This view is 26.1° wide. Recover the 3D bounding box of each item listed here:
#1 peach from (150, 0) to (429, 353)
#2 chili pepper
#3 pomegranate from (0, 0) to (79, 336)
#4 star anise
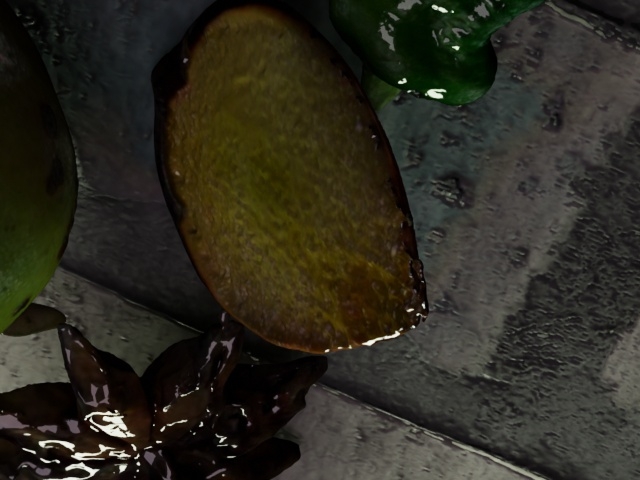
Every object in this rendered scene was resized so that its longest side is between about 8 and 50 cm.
[{"bbox_3d":[-0.005,-0.034,0.767,0.068,0.279,0.189,-13,127,-32],"label":"peach"},{"bbox_3d":[0.093,-0.166,0.713,0.136,0.099,0.270,14,131,-36],"label":"chili pepper"},{"bbox_3d":[-0.271,-0.002,0.783,0.290,0.291,0.323,-3,123,12],"label":"pomegranate"},{"bbox_3d":[-0.120,0.144,0.910,0.272,0.103,0.272,-10,145,-7],"label":"star anise"}]
